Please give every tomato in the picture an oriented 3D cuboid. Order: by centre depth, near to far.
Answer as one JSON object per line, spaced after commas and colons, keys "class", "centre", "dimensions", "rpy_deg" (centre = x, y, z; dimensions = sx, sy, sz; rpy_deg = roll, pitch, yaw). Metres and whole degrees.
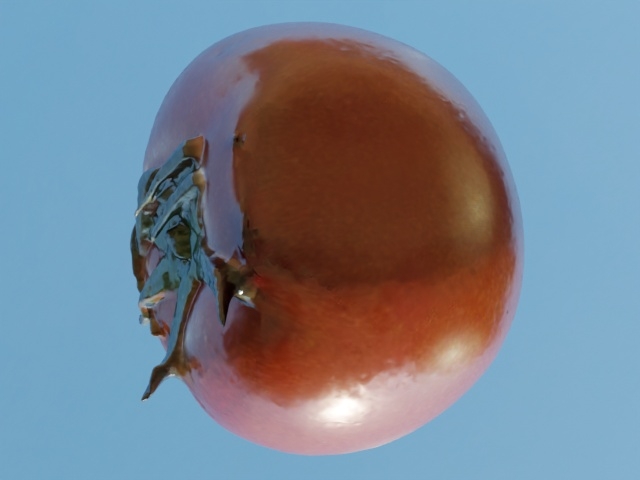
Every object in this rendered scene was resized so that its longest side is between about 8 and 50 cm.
{"class": "tomato", "centre": [0.000, 0.000, 0.905], "dimensions": [0.224, 0.256, 0.256], "rpy_deg": [-2, -109, -18]}
